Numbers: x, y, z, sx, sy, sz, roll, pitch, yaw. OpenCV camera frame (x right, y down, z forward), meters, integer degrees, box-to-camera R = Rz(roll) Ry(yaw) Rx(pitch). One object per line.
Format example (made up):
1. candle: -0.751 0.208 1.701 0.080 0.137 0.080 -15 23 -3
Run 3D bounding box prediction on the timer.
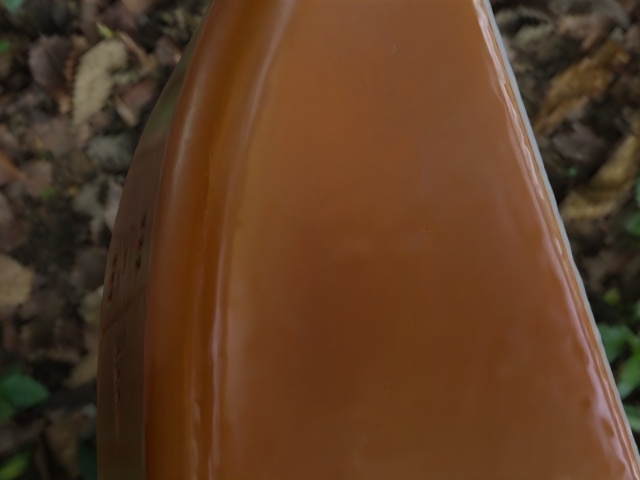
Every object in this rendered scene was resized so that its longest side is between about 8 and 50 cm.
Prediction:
1. timer: 0.000 0.000 0.684 0.161 0.257 0.250 -2 82 -12
